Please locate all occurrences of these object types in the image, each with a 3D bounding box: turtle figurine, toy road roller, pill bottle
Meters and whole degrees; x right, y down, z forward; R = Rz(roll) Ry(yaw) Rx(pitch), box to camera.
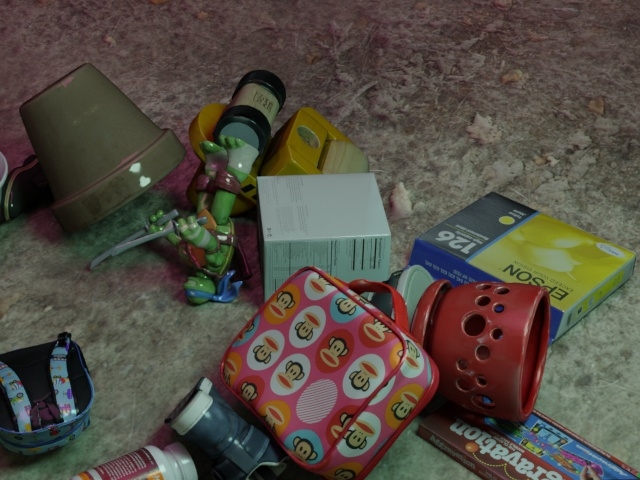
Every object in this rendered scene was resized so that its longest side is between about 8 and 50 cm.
[{"bbox_3d":[-0.226,-0.049,1.805,0.274,0.198,0.266,17,76,5],"label":"turtle figurine"},{"bbox_3d":[-0.096,-0.128,2.032,0.329,0.240,0.202,37,33,-14],"label":"toy road roller"},{"bbox_3d":[-0.240,0.317,1.425,0.152,0.086,0.086,-20,39,-27],"label":"pill bottle"}]

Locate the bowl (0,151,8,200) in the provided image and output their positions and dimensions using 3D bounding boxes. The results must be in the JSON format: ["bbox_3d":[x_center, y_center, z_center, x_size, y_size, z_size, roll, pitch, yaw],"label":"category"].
[{"bbox_3d":[-0.686,-0.057,1.923,0.298,0.134,0.298,1,35,-1],"label":"bowl"}]

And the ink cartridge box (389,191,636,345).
[{"bbox_3d":[0.316,0.047,1.856,0.303,0.072,0.307,28,41,33],"label":"ink cartridge box"}]

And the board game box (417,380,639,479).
[{"bbox_3d":[0.287,0.295,1.524,0.281,0.027,0.145,30,44,35],"label":"board game box"}]

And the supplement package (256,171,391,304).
[{"bbox_3d":[0.000,0.000,1.839,0.203,0.149,0.194,-2,35,-6],"label":"supplement package"}]

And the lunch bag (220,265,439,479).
[{"bbox_3d":[0.017,0.164,1.513,0.258,0.120,0.293,-51,41,1],"label":"lunch bag"}]

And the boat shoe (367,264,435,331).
[{"bbox_3d":[0.099,0.169,1.651,0.091,0.114,0.302,-23,28,39],"label":"boat shoe"}]

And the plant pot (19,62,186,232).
[{"bbox_3d":[-0.402,-0.175,1.931,0.263,0.229,0.263,-30,16,10],"label":"plant pot"}]

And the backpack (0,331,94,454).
[{"bbox_3d":[-0.387,0.227,1.527,0.158,0.117,0.173,-14,36,-21],"label":"backpack"}]

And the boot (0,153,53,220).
[{"bbox_3d":[-0.498,-0.096,2.044,0.137,0.077,0.198,10,36,4],"label":"boot"}]

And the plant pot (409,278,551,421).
[{"bbox_3d":[0.221,0.144,1.554,0.174,0.191,0.191,11,35,20],"label":"plant pot"}]

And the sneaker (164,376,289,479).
[{"bbox_3d":[-0.127,0.269,1.506,0.163,0.086,0.226,40,-4,-5],"label":"sneaker"}]
